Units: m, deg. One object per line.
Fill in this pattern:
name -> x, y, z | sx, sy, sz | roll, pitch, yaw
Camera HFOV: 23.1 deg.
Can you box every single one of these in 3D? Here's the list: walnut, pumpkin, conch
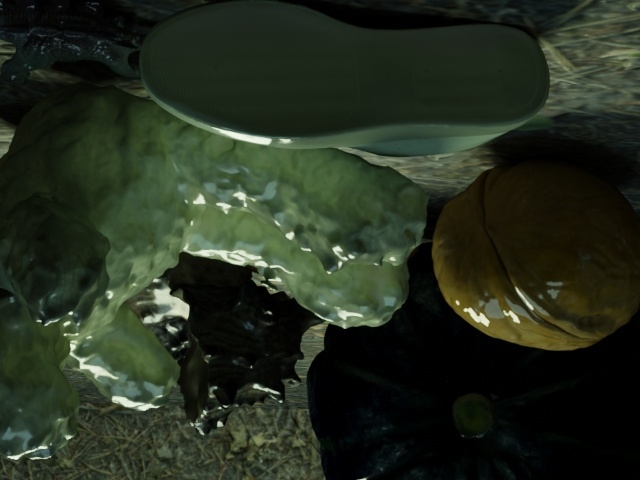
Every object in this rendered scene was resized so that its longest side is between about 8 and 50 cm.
walnut -> 0.187, 0.012, 1.310 | 0.165, 0.165, 0.197 | -7, 172, 40
pumpkin -> 0.164, 0.166, 1.550 | 0.363, 0.364, 0.266 | 1, -177, 14
conch -> -0.116, 0.068, 1.631 | 0.240, 0.186, 0.313 | 44, -175, -26

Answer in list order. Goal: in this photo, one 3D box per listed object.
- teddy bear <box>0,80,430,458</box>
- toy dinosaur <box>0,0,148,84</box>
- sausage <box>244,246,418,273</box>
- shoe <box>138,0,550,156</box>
teddy bear -> -0.163, 0.085, 1.098 | 0.375, 0.362, 0.327 | 22, 159, 5
toy dinosaur -> -0.187, -0.134, 1.029 | 0.208, 0.039, 0.082 | -5, 166, -11
sausage -> 0.000, 0.000, 1.503 | 0.194, 0.077, 0.077 | -2, 166, 26
shoe -> 0.012, -0.095, 1.036 | 0.264, 0.095, 0.110 | 3, 168, -7
